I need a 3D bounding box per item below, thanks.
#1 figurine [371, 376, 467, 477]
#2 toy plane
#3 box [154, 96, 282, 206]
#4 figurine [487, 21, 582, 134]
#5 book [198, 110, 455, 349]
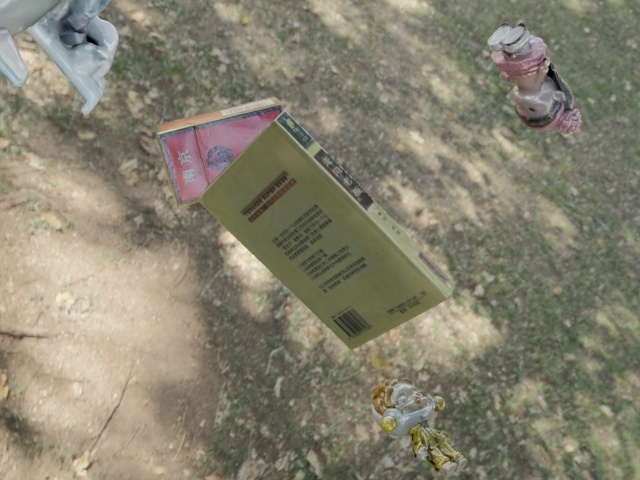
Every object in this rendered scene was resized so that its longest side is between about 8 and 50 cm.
[{"bbox_3d":[0.124,0.230,0.911,0.143,0.068,0.101,29,32,17],"label":"figurine"},{"bbox_3d":[-0.258,-0.209,0.559,0.267,0.122,0.267,51,21,-29],"label":"toy plane"},{"bbox_3d":[-0.180,-0.170,1.391,0.239,0.153,0.074,-15,32,-9],"label":"box"},{"bbox_3d":[0.217,-0.163,0.731,0.054,0.072,0.129,-50,128,-17],"label":"figurine"},{"bbox_3d":[0.000,0.000,0.717,0.231,0.161,0.026,45,47,-9],"label":"book"}]
